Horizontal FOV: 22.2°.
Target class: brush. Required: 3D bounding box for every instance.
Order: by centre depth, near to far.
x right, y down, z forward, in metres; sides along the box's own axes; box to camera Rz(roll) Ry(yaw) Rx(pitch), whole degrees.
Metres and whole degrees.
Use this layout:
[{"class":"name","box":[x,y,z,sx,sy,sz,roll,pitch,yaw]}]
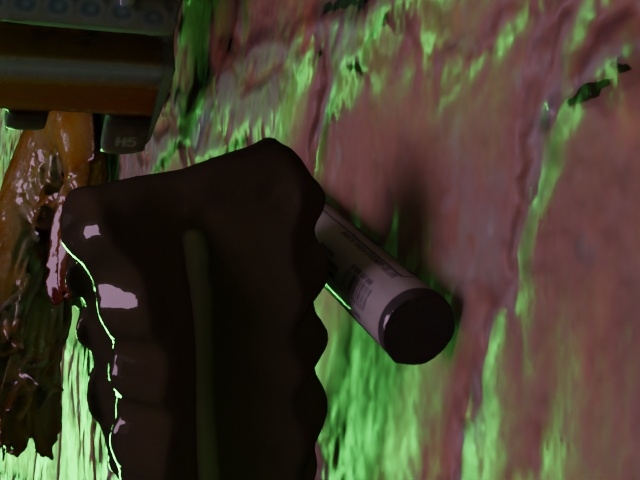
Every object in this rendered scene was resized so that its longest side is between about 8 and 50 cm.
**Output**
[{"class":"brush","box":[-0.041,0.103,0.585,0.071,0.084,0.301,-123,27,-52]}]

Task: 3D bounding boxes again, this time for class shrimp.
[{"class":"shrimp","box":[-0.168,0.014,1.012,0.150,0.068,0.249,145,130,-60]}]

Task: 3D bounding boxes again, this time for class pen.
[{"class":"pen","box":[0.000,0.000,0.580,0.204,0.025,0.025,-138,54,-67]}]

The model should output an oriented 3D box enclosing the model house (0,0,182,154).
[{"class":"model house","box":[-0.152,-0.175,0.762,0.215,0.224,0.198,114,154,-54]}]
